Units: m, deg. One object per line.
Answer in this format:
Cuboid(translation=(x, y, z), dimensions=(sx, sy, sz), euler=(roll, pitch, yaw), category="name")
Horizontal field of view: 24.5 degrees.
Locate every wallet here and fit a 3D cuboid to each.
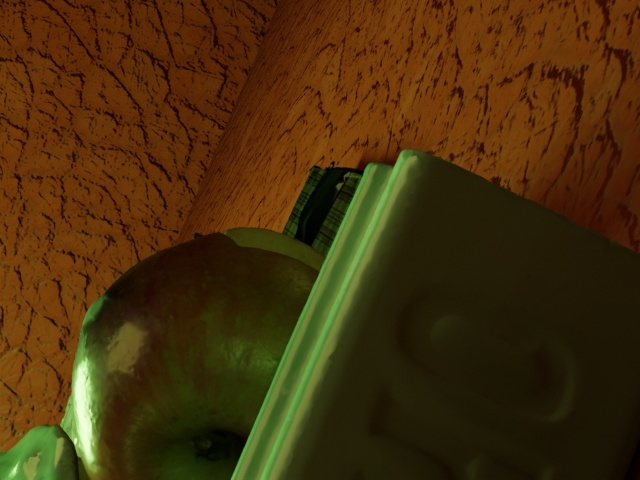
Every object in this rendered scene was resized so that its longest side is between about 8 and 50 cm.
Cuboid(translation=(0.000, 0.000, 1.133), dimensions=(0.230, 0.042, 0.124), euler=(-158, 90, -82), category="wallet")

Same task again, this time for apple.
Cuboid(translation=(-0.039, 0.080, 0.778), dimensions=(0.199, 0.199, 0.199), euler=(-62, 10, 20), category="apple")

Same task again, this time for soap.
Cuboid(translation=(0.036, 0.083, 0.510), dimensions=(0.198, 0.119, 0.066), euler=(-67, 10, -7), category="soap")

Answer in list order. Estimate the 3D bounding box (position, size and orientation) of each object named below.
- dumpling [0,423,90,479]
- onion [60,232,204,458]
Cuboid(translation=(-0.168, 0.277, 0.850), dimensions=(0.321, 0.211, 0.270), euler=(56, -144, -52), category="dumpling")
Cuboid(translation=(-0.097, 0.100, 1.123), dimensions=(0.195, 0.140, 0.218), euler=(-41, 26, 59), category="onion")
